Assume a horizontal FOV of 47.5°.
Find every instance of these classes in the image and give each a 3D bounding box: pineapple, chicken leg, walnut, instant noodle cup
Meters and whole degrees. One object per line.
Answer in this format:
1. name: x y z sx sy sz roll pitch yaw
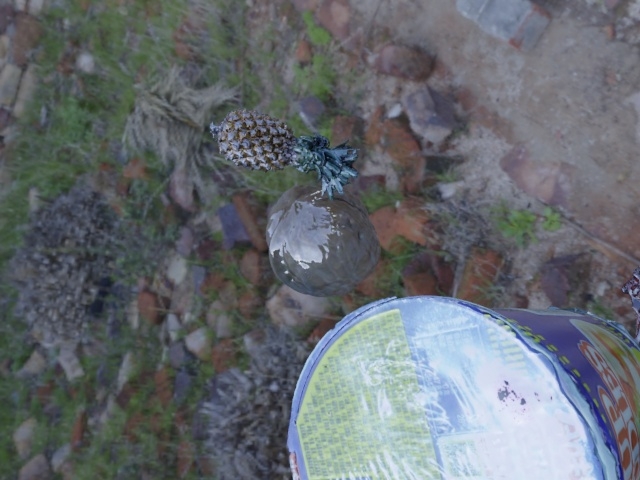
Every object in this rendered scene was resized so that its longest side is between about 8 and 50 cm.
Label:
1. pineapple: -0.053 -0.128 1.046 0.103 0.221 0.083 113 172 -52
2. chicken leg: 0.785 0.170 1.769 0.089 0.048 0.219 -6 89 28
3. walnut: 0.000 0.000 1.311 0.224 0.224 0.224 -23 61 50
4. instant noodle cup: 0.176 0.173 0.668 0.284 0.312 0.284 2 93 38
